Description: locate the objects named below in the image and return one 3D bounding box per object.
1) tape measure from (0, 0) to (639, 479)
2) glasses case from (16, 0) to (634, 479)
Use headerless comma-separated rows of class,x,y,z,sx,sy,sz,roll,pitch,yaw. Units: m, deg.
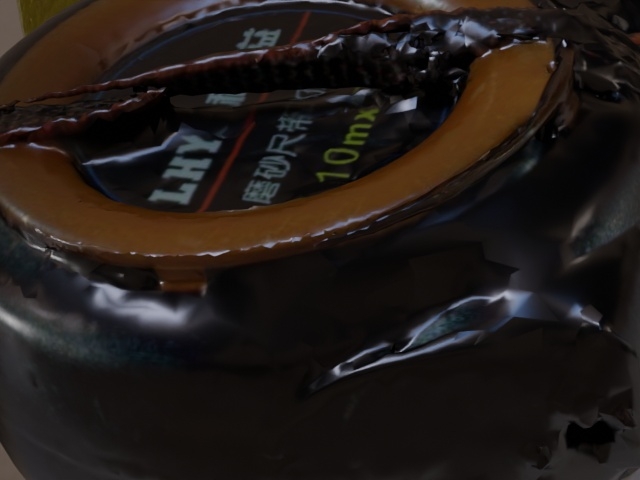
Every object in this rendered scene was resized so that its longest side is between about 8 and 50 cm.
tape measure,0.000,0.000,0.513,0.223,0.135,0.202,3,41,17
glasses case,-0.014,-0.018,0.792,0.141,0.371,0.173,-29,1,-28
